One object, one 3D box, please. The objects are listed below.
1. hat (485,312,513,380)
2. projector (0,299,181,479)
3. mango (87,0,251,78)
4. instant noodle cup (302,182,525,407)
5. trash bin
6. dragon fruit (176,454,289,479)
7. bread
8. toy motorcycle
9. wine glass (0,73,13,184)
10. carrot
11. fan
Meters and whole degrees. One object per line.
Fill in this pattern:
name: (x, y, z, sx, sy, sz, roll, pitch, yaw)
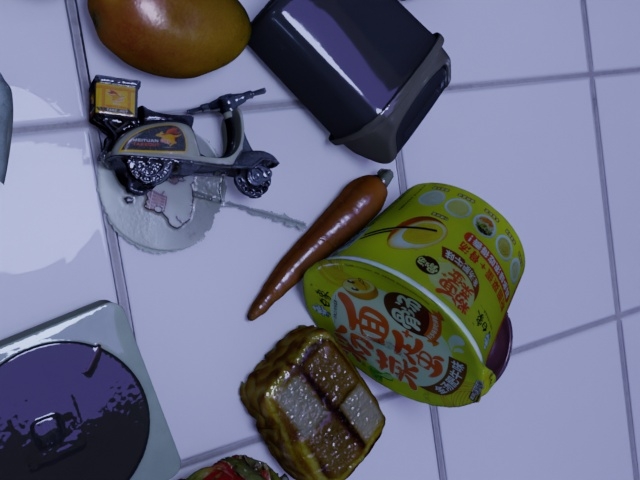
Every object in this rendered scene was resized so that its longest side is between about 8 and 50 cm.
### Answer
hat: (0.265, 0.173, 1.294, 0.205, 0.089, 0.205, 0, 90, -29)
projector: (-0.339, 0.238, 0.953, 0.259, 0.079, 0.257, -23, 102, -27)
mango: (-0.201, -0.293, 1.003, 0.221, 0.120, 0.151, 20, 86, -28)
instant noodle cup: (0.160, 0.071, 1.130, 0.311, 0.311, 0.221, 53, 58, -20)
trash bin: (0.050, -0.274, 1.119, 0.290, 0.182, 0.209, 42, 73, -18)
dragon fruit: (-0.140, 0.435, 0.991, 0.231, 0.237, 0.303, 39, 60, -46)
bread: (-0.010, 0.253, 1.136, 0.181, 0.096, 0.222, -41, 109, -26)
toy motorcycle: (-0.180, -0.138, 1.030, 0.263, 0.091, 0.157, 1, 83, -26)
wine glass: (-0.410, -0.191, 0.918, 0.074, 0.074, 0.262, 3, 91, -30)
carrot: (0.000, 0.000, 1.163, 0.336, 0.069, 0.069, -44, 111, -15)
fan: (-0.163, -0.061, 1.090, 0.329, 0.009, 0.191, 14, 81, -27)
